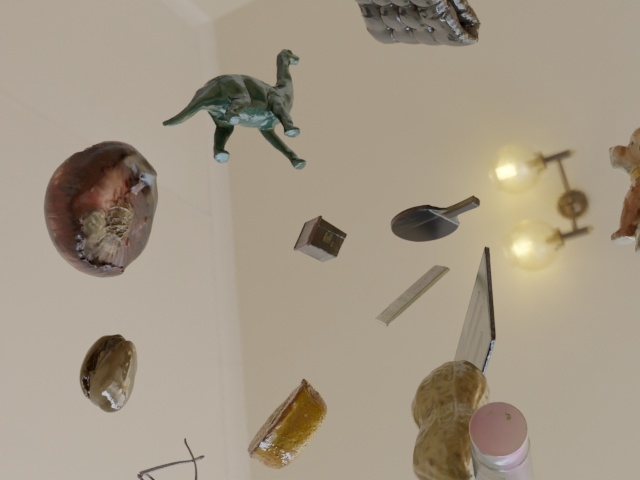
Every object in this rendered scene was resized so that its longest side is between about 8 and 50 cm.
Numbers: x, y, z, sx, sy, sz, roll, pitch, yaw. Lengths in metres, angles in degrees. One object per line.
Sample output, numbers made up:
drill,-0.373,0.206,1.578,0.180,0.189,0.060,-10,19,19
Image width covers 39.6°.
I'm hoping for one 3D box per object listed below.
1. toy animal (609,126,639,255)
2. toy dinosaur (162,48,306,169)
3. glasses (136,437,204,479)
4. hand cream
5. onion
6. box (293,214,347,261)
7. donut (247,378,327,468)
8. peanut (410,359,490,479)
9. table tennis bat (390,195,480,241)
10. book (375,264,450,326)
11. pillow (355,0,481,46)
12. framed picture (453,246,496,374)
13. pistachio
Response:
toy animal,0.500,-0.090,1.242,0.104,0.184,0.185,30,-124,-32
toy dinosaur,-0.162,-0.303,1.733,0.384,0.129,0.330,10,-134,-37
glasses,-0.263,0.437,1.675,0.140,0.104,0.062,43,177,-29
hand cream,0.233,0.299,1.154,0.070,0.111,0.312,-53,-30,-21
onion,-0.443,-0.066,1.738,0.272,0.195,0.272,7,-90,-67
box,0.000,0.000,1.558,0.063,0.085,0.060,27,-107,-15
donut,-0.056,0.337,1.594,0.075,0.190,0.174,37,-120,-1
peanut,0.195,0.286,1.370,0.123,0.124,0.256,60,-151,-21
table tennis bat,0.244,-0.045,1.865,0.130,0.220,0.019,25,-125,-34
book,0.196,0.117,1.901,0.014,0.182,0.127,49,176,-3
pillow,0.127,-0.466,1.598,0.326,0.228,0.101,36,-105,-46
framed picture,0.276,0.208,1.624,0.244,0.013,0.323,-81,-2,-51
pistachio,-0.386,0.244,1.633,0.113,0.149,0.113,22,-166,-6
